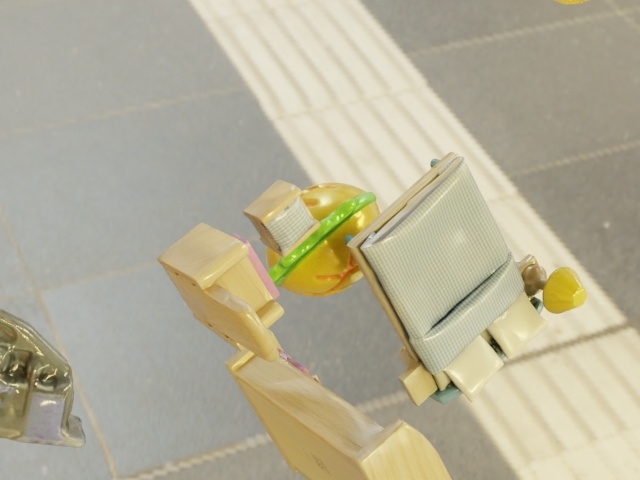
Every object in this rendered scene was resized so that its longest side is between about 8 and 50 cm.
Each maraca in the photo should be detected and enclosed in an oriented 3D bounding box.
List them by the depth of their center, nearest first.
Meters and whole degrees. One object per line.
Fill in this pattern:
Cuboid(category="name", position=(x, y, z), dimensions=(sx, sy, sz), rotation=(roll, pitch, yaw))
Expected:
Cuboid(category="maraca", position=(0.000, 0.000, 1.213), dimensions=(0.099, 0.127, 0.186), rotation=(45, 7, 5))

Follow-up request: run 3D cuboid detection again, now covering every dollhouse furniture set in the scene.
Cuboid(category="dollhouse furniture set", position=(0.091, 0.051, 1.064), dimensions=(0.303, 0.286, 0.198), rotation=(-40, 35, -18))

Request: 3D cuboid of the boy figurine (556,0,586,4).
Cuboid(category="boy figurine", position=(0.255, -0.304, 1.051), dimensions=(0.177, 0.092, 0.285), rotation=(22, 67, 25))

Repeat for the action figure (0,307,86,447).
Cuboid(category="action figure", position=(-0.259, -0.012, 0.556), dimensions=(0.341, 0.330, 0.178), rotation=(17, -1, -17))
